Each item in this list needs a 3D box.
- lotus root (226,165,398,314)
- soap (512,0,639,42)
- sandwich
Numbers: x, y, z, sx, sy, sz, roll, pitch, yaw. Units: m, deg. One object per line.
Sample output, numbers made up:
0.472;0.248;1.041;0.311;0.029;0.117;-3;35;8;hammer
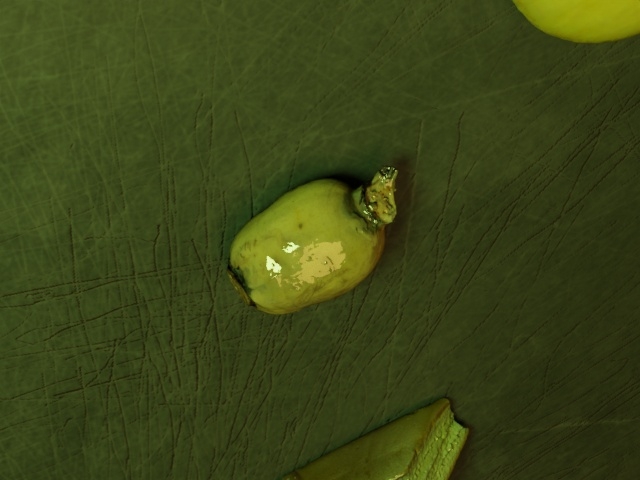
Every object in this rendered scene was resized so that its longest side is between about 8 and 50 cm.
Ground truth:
0.000;0.000;1.913;0.221;0.118;0.125;-29;144;5;lotus root
0.364;-0.374;1.782;0.427;0.115;0.306;-30;131;3;soap
0.067;0.293;2.149;0.258;0.096;0.094;-29;133;5;sandwich
